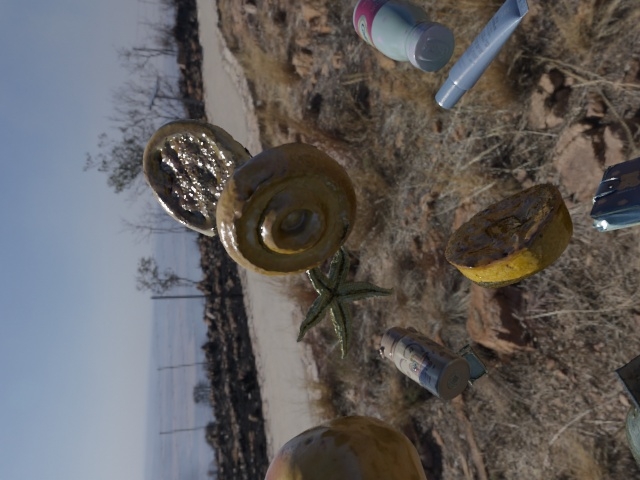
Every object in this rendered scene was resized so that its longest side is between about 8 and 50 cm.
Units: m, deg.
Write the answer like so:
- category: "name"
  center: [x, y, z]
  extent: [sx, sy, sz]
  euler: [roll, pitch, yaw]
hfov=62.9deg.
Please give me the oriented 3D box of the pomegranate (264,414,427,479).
- category: "pomegranate"
  center: [0.061, 0.509, 0.985]
  extent: [0.342, 0.342, 0.342]
  euler: [-177, 90, -72]

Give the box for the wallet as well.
- category: "wallet"
  center: [0.683, -0.108, 1.161]
  extent: [0.141, 0.059, 0.202]
  euler: [-21, 26, 49]

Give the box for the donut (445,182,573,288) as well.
- category: "donut"
  center: [0.420, -0.002, 1.150]
  extent: [0.108, 0.277, 0.277]
  euler: [51, 166, -12]

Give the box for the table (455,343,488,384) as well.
- category: "table"
  center: [0.409, 0.340, 1.431]
  extent: [0.079, 0.062, 0.083]
  euler: [51, -170, 5]

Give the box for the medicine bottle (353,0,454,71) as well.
- category: "medicine bottle"
  center: [0.129, -0.335, 0.833]
  extent: [0.217, 0.090, 0.090]
  euler: [-120, 37, -50]

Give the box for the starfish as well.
- category: "starfish"
  center: [0.031, 0.170, 1.645]
  extent: [0.347, 0.358, 0.078]
  euler: [53, 164, -7]

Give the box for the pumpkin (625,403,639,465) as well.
- category: "pumpkin"
  center: [0.932, 0.489, 1.297]
  extent: [0.328, 0.291, 0.257]
  euler: [66, -172, -53]

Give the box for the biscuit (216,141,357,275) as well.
- category: "biscuit"
  center: [-0.062, -0.049, 1.060]
  extent: [0.102, 0.296, 0.296]
  euler: [-119, 36, -50]

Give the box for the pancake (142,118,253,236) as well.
- category: "pancake"
  center: [-0.366, -0.186, 1.603]
  extent: [0.071, 0.382, 0.382]
  euler: [-51, -22, -60]

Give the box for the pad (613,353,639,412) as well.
- category: "pad"
  center: [0.551, 0.234, 0.636]
  extent: [0.367, 0.247, 0.007]
  euler: [55, 180, -5]

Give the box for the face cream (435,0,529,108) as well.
- category: "face cream"
  center: [0.464, -0.540, 1.515]
  extent: [0.385, 0.086, 0.135]
  euler: [126, 157, -50]

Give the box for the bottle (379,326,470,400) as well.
- category: "bottle"
  center: [0.224, 0.254, 1.147]
  extent: [0.209, 0.110, 0.097]
  euler: [27, 143, 54]
